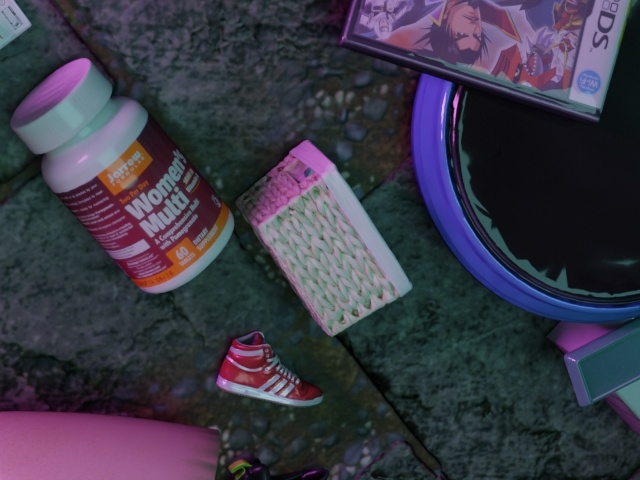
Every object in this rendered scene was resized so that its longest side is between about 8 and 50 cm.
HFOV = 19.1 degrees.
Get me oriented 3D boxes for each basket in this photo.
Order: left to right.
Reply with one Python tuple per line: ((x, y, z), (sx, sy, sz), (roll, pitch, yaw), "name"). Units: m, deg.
((0.000, 0.000, 1.947), (0.103, 0.113, 0.167), (-34, 114, -4), "basket")

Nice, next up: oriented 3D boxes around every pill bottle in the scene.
((-0.194, -0.063, 1.851), (0.121, 0.121, 0.221), (-42, 115, -5), "pill bottle")

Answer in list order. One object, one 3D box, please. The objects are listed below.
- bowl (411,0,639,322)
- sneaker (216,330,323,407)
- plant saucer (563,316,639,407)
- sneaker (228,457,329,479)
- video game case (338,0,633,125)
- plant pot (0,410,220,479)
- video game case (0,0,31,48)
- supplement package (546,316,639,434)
((0.293, -0.107, 1.987), (0.391, 0.077, 0.391), (0, 91, -12), "bowl")
((-0.046, 0.135, 2.004), (0.118, 0.042, 0.067), (12, 103, -21), "sneaker")
((0.354, 0.112, 2.043), (0.192, 0.018, 0.067), (-25, 109, -13), "plant saucer")
((0.002, 0.298, 2.044), (0.235, 0.084, 0.097), (23, 95, -24), "sneaker")
((0.182, -0.273, 1.909), (0.275, 0.035, 0.248), (17, 85, -7), "video game case")
((-0.267, 0.272, 1.869), (0.274, 0.256, 0.256), (17, 98, -8), "plant pot")
((-0.350, -0.204, 1.814), (0.122, 0.011, 0.087), (-38, 115, -7), "video game case")
((0.360, 0.140, 2.120), (0.105, 0.105, 0.179), (-46, 115, -4), "supplement package")
